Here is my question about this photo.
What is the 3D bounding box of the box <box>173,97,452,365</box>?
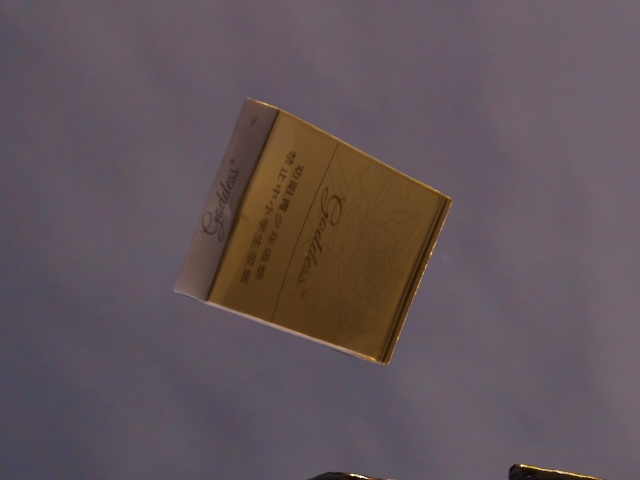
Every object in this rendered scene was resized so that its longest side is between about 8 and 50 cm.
[{"bbox_3d":[0.000,0.000,1.061,0.198,0.029,0.109,23,-93,-57],"label":"box"}]

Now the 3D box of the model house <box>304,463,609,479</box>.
[{"bbox_3d":[0.135,0.192,0.782,0.278,0.218,0.205,0,-84,-48],"label":"model house"}]
